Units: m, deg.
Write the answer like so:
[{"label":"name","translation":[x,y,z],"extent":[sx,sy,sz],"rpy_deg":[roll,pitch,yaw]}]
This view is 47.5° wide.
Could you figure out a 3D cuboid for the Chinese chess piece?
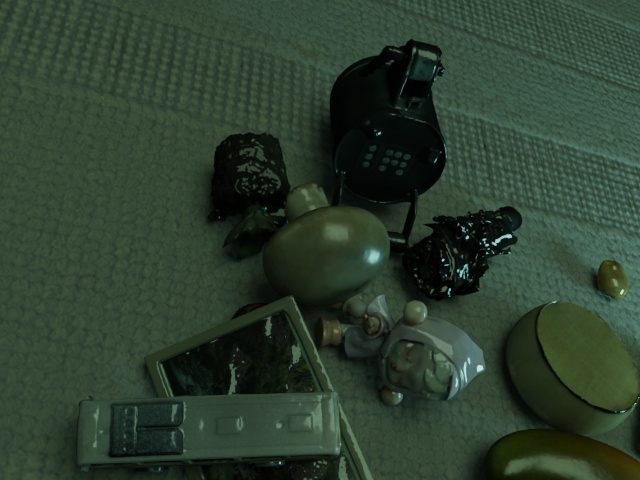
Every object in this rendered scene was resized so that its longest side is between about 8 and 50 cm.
[{"label":"Chinese chess piece","translation":[0.461,0.230,1.328],"extent":[0.249,0.103,0.250],"rpy_deg":[17,47,-19]}]

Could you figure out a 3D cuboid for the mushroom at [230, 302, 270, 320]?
[{"label":"mushroom","translation":[-0.084,0.144,1.129],"extent":[0.126,0.085,0.109],"rpy_deg":[27,60,24]}]

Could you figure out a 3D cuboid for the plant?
[{"label":"plant","translation":[-0.116,-0.074,1.226],"extent":[0.142,0.131,0.203],"rpy_deg":[9,65,-27]}]

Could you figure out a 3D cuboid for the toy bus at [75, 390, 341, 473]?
[{"label":"toy bus","translation":[-0.144,0.249,0.944],"extent":[0.342,0.138,0.097],"rpy_deg":[-1,73,-4]}]

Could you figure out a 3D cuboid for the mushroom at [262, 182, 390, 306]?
[{"label":"mushroom","translation":[0.000,0.000,1.148],"extent":[0.204,0.204,0.204],"rpy_deg":[13,55,-19]}]

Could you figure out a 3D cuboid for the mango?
[{"label":"mango","translation":[0.402,0.383,1.195],"extent":[0.289,0.129,0.146],"rpy_deg":[23,62,-7]}]

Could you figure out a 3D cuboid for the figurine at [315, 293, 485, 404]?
[{"label":"figurine","translation":[0.127,0.167,1.180],"extent":[0.276,0.200,0.133],"rpy_deg":[23,29,20]}]

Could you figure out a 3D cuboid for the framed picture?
[{"label":"framed picture","translation":[-0.084,0.264,1.024],"extent":[0.240,0.020,0.324],"rpy_deg":[-21,72,-9]}]

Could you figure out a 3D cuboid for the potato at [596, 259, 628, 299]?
[{"label":"potato","translation":[0.620,0.083,1.544],"extent":[0.068,0.062,0.083],"rpy_deg":[13,81,-52]}]

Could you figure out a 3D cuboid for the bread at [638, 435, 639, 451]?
[{"label":"bread","translation":[0.683,0.311,1.412],"extent":[0.269,0.098,0.087],"rpy_deg":[-58,136,-40]}]

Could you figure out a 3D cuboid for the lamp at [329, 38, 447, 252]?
[{"label":"lamp","translation":[0.118,-0.206,1.377],"extent":[0.205,0.374,0.272],"rpy_deg":[12,23,-12]}]

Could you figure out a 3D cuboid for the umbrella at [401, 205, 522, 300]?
[{"label":"umbrella","translation":[0.298,0.017,1.386],"extent":[0.336,0.128,0.154],"rpy_deg":[-11,79,-41]}]
